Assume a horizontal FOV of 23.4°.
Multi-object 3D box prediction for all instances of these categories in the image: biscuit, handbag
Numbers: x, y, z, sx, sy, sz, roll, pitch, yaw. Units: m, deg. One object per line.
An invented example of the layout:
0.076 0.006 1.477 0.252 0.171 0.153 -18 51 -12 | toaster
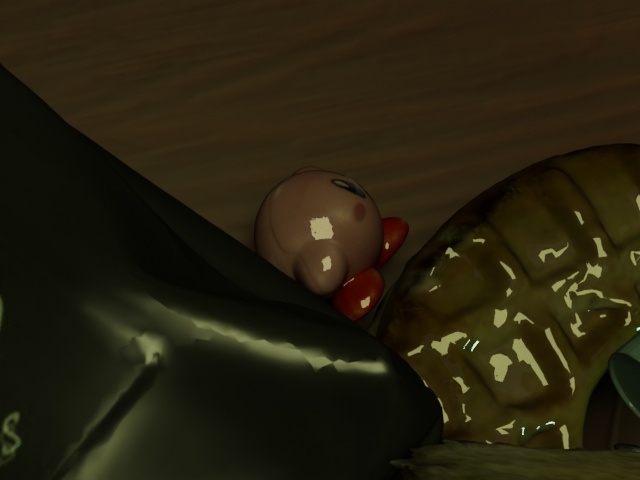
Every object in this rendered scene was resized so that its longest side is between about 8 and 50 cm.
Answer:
0.168 0.109 0.766 0.332 0.103 0.332 3 72 -8 | biscuit
-0.157 0.085 0.681 0.342 0.152 0.288 35 83 24 | handbag

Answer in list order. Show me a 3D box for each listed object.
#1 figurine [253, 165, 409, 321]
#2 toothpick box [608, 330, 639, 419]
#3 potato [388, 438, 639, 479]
0.000 0.000 0.793 0.067 0.083 0.071 -38 109 22 | figurine
0.179 0.047 0.708 0.083 0.052 0.052 -36 80 -17 | toothpick box
0.169 0.215 0.563 0.301 0.289 0.237 5 92 -42 | potato
